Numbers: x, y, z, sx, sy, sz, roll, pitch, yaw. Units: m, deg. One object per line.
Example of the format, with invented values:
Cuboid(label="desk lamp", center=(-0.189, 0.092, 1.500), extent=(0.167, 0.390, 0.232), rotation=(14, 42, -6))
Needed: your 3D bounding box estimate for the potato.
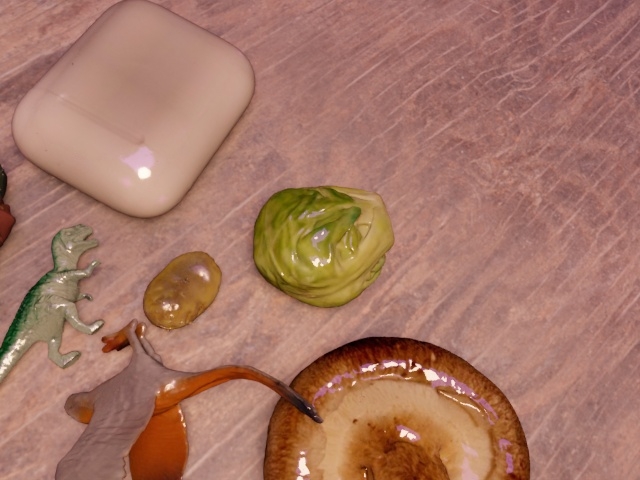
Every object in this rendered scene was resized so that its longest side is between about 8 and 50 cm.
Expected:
Cuboid(label="potato", center=(-0.209, 0.077, 0.876), extent=(0.092, 0.070, 0.138), rotation=(36, 51, 7))

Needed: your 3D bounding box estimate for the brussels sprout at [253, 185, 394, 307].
Cuboid(label="brussels sprout", center=(0.000, 0.000, 0.903), extent=(0.223, 0.161, 0.223), rotation=(3, 46, -3))

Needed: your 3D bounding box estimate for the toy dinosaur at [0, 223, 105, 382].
Cuboid(label="toy dinosaur", center=(-0.384, 0.151, 0.821), extent=(0.130, 0.076, 0.382), rotation=(16, 64, 3))

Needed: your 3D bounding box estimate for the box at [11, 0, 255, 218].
Cuboid(label="box", center=(-0.291, -0.221, 0.940), extent=(0.289, 0.141, 0.348), rotation=(29, 67, 1))

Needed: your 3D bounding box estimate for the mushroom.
Cuboid(label="mushroom", center=(0.095, 0.291, 0.781), extent=(0.346, 0.239, 0.344), rotation=(17, 48, -20))

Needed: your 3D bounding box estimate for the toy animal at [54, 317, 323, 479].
Cuboid(label="toy animal", center=(-0.195, 0.196, 0.752), extent=(0.284, 0.225, 0.302), rotation=(-36, 54, -7))

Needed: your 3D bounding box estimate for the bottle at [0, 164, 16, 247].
Cuboid(label="bottle", center=(-0.520, -0.001, 0.816), extent=(0.156, 0.143, 0.271), rotation=(9, 67, -7))
